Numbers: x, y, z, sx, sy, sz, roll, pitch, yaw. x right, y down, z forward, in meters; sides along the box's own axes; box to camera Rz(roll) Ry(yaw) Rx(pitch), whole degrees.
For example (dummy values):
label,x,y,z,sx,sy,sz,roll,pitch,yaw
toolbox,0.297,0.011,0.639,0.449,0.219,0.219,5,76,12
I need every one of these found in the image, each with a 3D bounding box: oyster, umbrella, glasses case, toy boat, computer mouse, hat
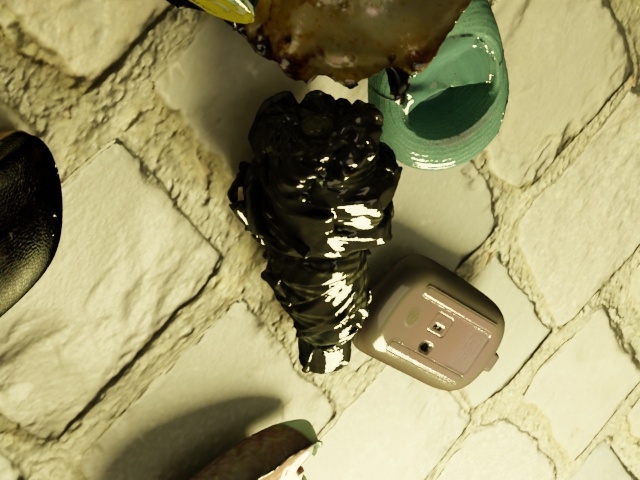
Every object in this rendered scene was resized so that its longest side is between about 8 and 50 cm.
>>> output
label,x,y,z,sx,sy,sz,roll,pitch,yaw
oyster,0.062,-0.292,1.435,0.221,0.096,0.361,25,100,-47
umbrella,0.010,-0.007,1.596,0.154,0.128,0.336,-28,145,-6
glasses case,-0.278,0.017,1.257,0.314,0.075,0.122,-46,139,-56
toy boat,-0.096,0.264,1.745,0.227,0.085,0.155,-36,150,-38
computer mouse,0.112,0.087,1.821,0.232,0.057,0.120,28,97,-50
hat,0.105,-0.157,1.601,0.138,0.078,0.191,-19,133,-12

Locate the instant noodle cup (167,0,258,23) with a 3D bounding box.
label,x,y,z,sx,sy,sz,roll,pitch,yaw
instant noodle cup,-0.084,-0.297,1.201,0.215,0.215,0.236,31,87,-53
